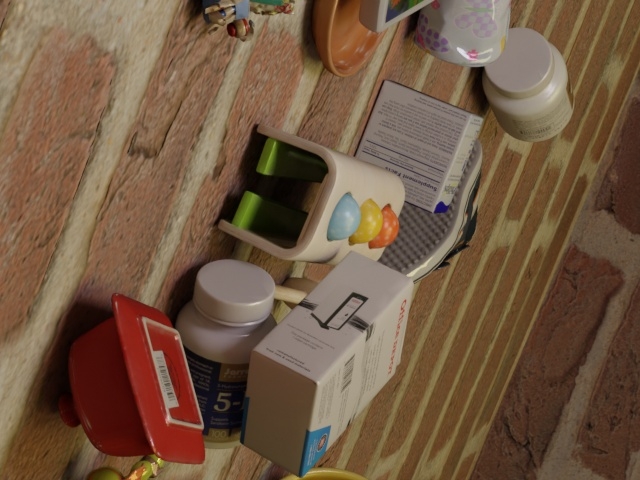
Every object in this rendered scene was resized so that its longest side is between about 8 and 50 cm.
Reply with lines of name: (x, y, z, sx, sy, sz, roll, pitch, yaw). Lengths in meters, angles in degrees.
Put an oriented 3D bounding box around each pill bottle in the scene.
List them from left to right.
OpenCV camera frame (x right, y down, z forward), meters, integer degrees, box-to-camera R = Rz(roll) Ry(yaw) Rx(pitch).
pill bottle: (-0.104, 0.120, 1.612, 0.112, 0.112, 0.187, -41, 149, -52)
pill bottle: (0.318, -0.244, 2.324, 0.131, 0.131, 0.229, -65, 162, -5)

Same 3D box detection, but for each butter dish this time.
butter dish: (-0.190, 0.145, 1.415, 0.160, 0.118, 0.160, 40, 32, -73)

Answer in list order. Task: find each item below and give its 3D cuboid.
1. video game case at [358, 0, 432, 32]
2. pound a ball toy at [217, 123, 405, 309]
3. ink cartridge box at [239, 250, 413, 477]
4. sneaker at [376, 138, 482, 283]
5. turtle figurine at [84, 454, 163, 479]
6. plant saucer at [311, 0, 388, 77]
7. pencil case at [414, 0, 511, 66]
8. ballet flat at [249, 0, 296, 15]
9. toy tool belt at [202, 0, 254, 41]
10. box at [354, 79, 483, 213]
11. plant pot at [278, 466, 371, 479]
video game case: (0.166, -0.413, 1.597, 0.300, 0.036, 0.329, -34, 148, -33)
pound a ball toy: (0.000, 0.000, 1.722, 0.208, 0.135, 0.319, -68, 161, 3)
ink cartridge box: (0.008, 0.129, 1.611, 0.203, 0.086, 0.148, -44, 152, -44)
sneaker: (0.150, -0.013, 2.144, 0.321, 0.126, 0.127, -53, 152, -39)
turtle figurine: (-0.205, 0.283, 1.567, 0.269, 0.087, 0.217, -55, 159, -31)
plant saucer: (0.043, -0.279, 1.657, 0.200, 0.037, 0.200, -55, 160, -32)
pencil case: (0.198, -0.353, 1.869, 0.124, 0.113, 0.273, -5, 127, -25)
ballet flat: (-0.002, -0.291, 1.451, 0.241, 0.077, 0.091, -55, 158, -32)
toy tool belt: (-0.092, -0.213, 1.357, 0.051, 0.052, 0.083, -22, 139, -20)
box: (0.123, -0.119, 1.935, 0.137, 0.126, 0.072, -68, 164, 8)
plant pot: (-0.010, 0.489, 2.161, 0.254, 0.254, 0.239, -52, 173, -37)
